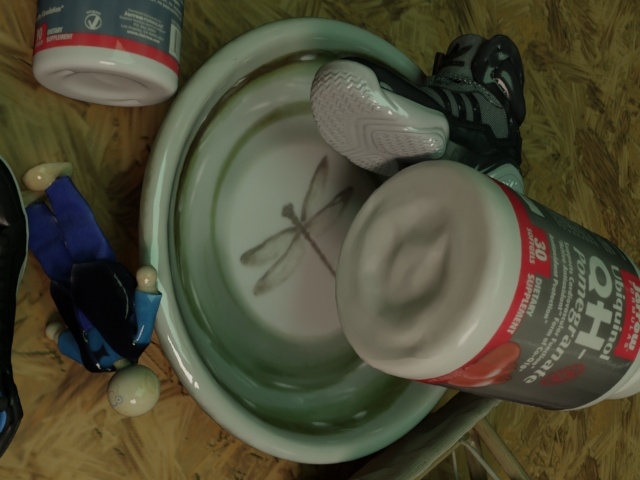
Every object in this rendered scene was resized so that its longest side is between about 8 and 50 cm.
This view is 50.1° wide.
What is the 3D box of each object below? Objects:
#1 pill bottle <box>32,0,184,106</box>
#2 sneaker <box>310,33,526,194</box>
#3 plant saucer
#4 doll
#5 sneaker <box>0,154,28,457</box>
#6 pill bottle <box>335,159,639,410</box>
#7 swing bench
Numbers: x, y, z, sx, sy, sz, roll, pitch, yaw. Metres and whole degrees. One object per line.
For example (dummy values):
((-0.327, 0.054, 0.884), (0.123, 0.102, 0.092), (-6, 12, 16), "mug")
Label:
((-0.160, -0.204, 0.531), (0.108, 0.108, 0.180), (7, 83, -39), "pill bottle")
((0.100, -0.130, 0.619), (0.269, 0.101, 0.152), (24, 72, -42), "sneaker")
((0.000, 0.000, 0.654), (0.401, 0.101, 0.399), (2, 86, -38), "plant saucer")
((-0.170, 0.042, 0.504), (0.188, 0.129, 0.046), (60, 30, 7), "doll")
((-0.216, 0.052, 0.430), (0.079, 0.121, 0.216), (4, 101, -39), "sneaker")
((0.183, 0.059, 0.623), (0.319, 0.176, 0.176), (19, 76, -37), "pill bottle")
((0.122, 0.306, 0.684), (0.253, 0.165, 0.254), (-22, 87, -41), "swing bench")
